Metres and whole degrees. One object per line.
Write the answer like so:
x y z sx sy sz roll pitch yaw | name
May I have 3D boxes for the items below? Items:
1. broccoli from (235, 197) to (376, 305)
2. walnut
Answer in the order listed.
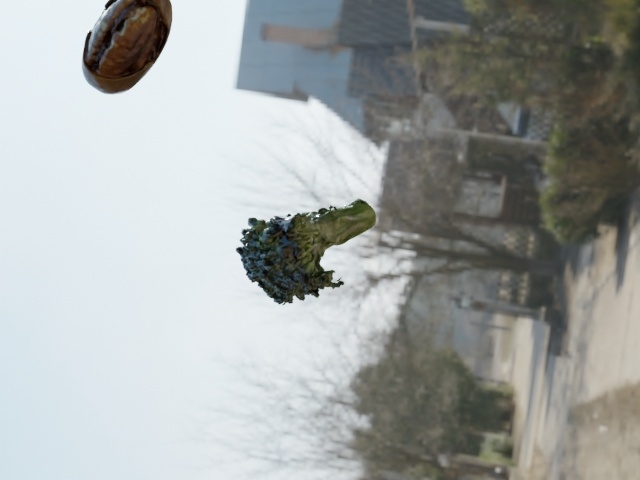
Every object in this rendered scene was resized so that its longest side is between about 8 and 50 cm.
-0.006 -0.004 1.979 0.304 0.146 0.164 -29 -77 -46 | broccoli
-0.284 -0.303 1.696 0.207 0.116 0.116 -50 7 26 | walnut
